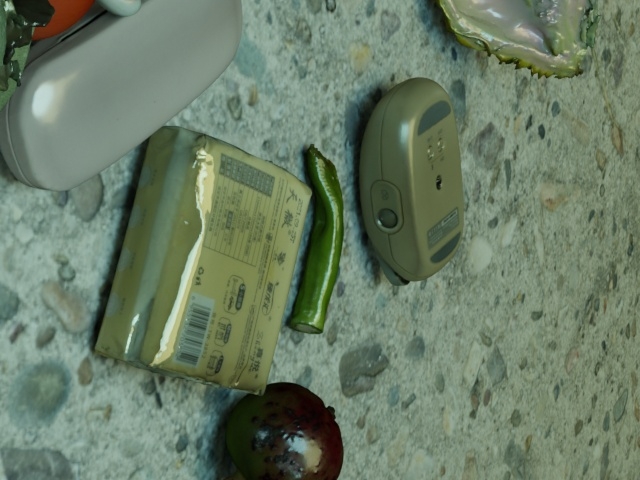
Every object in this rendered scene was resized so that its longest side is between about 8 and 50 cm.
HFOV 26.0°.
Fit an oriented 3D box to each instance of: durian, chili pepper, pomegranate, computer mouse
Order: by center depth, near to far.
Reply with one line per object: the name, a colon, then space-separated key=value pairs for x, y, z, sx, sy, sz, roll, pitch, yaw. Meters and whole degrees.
pomegranate: x=-0.049 y=0.214 z=1.377 sx=0.159 sy=0.129 sz=0.129 roll=-38 pitch=127 yaw=-37
chili pepper: x=0.000 y=0.000 z=1.478 sx=0.052 sy=0.050 sz=0.202 roll=-171 pitch=-94 yaw=-86
computer mouse: x=0.103 y=-0.068 z=1.584 sx=0.145 sy=0.082 sz=0.236 roll=-40 pitch=130 yaw=-48
durian: x=0.206 y=-0.335 z=1.634 sx=0.195 sy=0.185 sz=0.305 roll=-19 pitch=129 yaw=-24

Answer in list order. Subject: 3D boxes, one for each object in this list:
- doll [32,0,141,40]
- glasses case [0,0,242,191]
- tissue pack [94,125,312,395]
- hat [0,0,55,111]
doll: x=-0.218 y=-0.227 z=1.014 sx=0.290 sy=0.130 sz=0.161 roll=-15 pitch=114 yaw=-48
glasses case: x=-0.160 y=-0.147 z=1.164 sx=0.297 sy=0.075 sz=0.113 roll=-47 pitch=139 yaw=-44
tissue pack: x=-0.103 y=0.021 z=1.279 sx=0.186 sy=0.090 sz=0.222 roll=22 pitch=77 yaw=-54
hat: x=-0.271 y=-0.131 z=0.858 sx=0.257 sy=0.130 sz=0.257 roll=-16 pitch=122 yaw=-27
